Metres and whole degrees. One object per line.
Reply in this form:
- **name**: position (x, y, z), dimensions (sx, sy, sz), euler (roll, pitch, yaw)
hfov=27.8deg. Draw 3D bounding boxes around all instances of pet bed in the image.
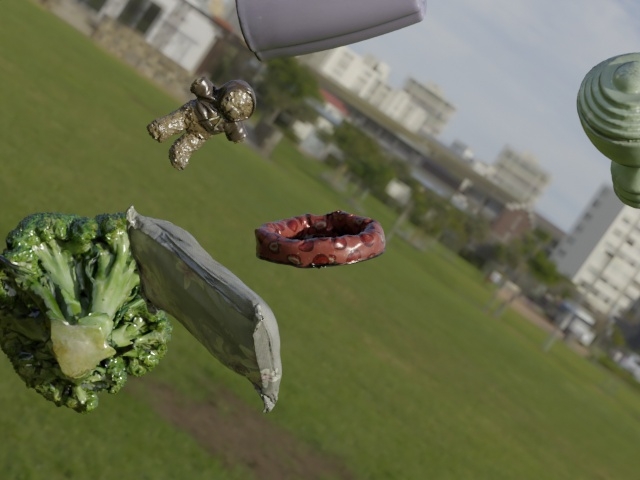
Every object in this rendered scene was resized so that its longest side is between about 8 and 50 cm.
- **pet bed**: position (0.000, 0.000, 1.873), dimensions (0.201, 0.053, 0.201), euler (-2, 15, 1)

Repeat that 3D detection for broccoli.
- **broccoli**: position (-0.356, 0.108, 1.967), dimensions (0.283, 0.304, 0.321), euler (-118, -173, -68)

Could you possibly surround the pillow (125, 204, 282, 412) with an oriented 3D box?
- **pillow**: position (-0.122, 0.065, 1.397), dimensions (0.255, 0.059, 0.169), euler (36, -36, 38)

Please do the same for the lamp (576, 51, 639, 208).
- **lamp**: position (0.302, -0.101, 1.226), dimensions (0.106, 0.106, 0.193), euler (37, -14, 34)

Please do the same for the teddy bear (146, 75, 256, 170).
- **teddy bear**: position (-0.167, -0.180, 1.890), dimensions (0.119, 0.160, 0.078), euler (56, 5, -28)

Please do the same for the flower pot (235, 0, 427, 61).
- **flower pot**: position (0.020, -0.378, 1.760), dimensions (0.243, 0.265, 0.265), euler (0, -1, 8)
